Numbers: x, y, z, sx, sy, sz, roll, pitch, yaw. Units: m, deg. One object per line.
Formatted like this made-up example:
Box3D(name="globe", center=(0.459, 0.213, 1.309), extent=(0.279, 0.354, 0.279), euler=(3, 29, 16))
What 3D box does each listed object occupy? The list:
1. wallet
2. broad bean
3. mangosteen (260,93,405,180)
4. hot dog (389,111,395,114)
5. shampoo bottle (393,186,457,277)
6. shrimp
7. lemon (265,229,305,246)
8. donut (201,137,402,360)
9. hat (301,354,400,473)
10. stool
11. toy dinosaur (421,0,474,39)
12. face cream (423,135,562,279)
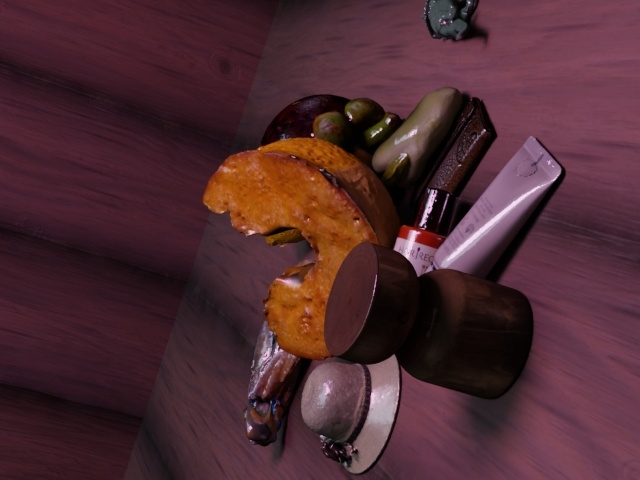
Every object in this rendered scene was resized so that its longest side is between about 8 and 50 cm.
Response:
Box3D(name="wallet", center=(0.235, -0.137, 2.002), extent=(0.243, 0.039, 0.133), euler=(-58, 20, 30))
Box3D(name="broad bean", center=(0.185, -0.198, 2.070), extent=(0.228, 0.100, 0.169), euler=(-59, 8, -3))
Box3D(name="mangosteen", center=(0.022, -0.169, 2.266), extent=(0.311, 0.311, 0.311), euler=(-162, 90, -71))
Box3D(name="hot dog", center=(0.138, -0.241, 2.371), extent=(0.058, 0.035, 0.083), euler=(-138, 67, -73))
Box3D(name="shampoo bottle", center=(0.174, 0.043, 1.913), extent=(0.104, 0.104, 0.278), euler=(-165, 92, -71))
Box3D(name="shrimp", center=(-0.076, 0.250, 2.460), extent=(0.221, 0.110, 0.445), euler=(-16, 54, 58))
Box3D(name="lemon", center=(-0.075, -0.081, 2.612), extent=(0.206, 0.173, 0.173), euler=(-70, 19, -2))
Box3D(name="donut", center=(0.000, 0.000, 2.073), extent=(0.378, 0.435, 0.163), euler=(-8, 20, 42))
Box3D(name="hat", center=(0.035, 0.299, 2.037), extent=(0.257, 0.130, 0.257), euler=(-163, 90, -72))
Box3D(name="stool", center=(0.160, 0.122, 1.635), extent=(0.179, 0.264, 0.179), euler=(-54, 26, 41))
Box3D(name="toy dinosaur", center=(0.263, -0.455, 2.153), extent=(0.292, 0.079, 0.120), euler=(-134, 58, -72))
Box3D(name="face cream", center=(0.267, -0.019, 1.752), extent=(0.314, 0.089, 0.143), euler=(-57, 22, 19))
